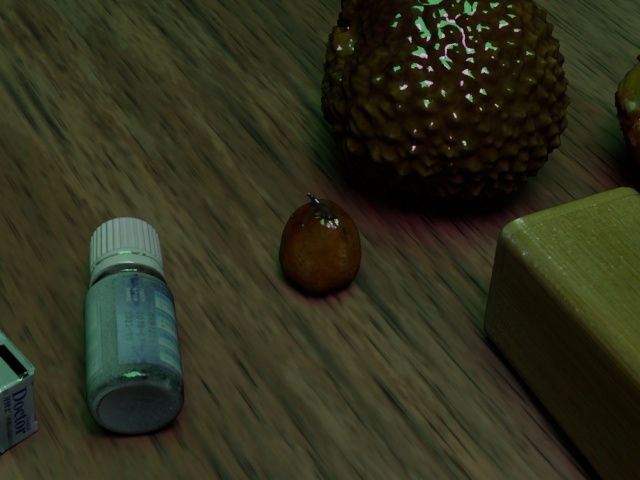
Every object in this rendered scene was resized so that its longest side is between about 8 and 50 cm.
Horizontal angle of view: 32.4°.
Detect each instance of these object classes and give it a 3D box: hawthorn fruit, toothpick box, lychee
[{"bbox_3d":[0.000,0.000,1.057,0.081,0.093,0.081,2,45,-2],"label":"hawthorn fruit"},{"bbox_3d":[0.285,0.109,0.919,0.187,0.190,0.308,-17,45,-19],"label":"toothpick box"},{"bbox_3d":[0.133,-0.166,1.140,0.267,0.267,0.267,3,44,-3],"label":"lychee"}]

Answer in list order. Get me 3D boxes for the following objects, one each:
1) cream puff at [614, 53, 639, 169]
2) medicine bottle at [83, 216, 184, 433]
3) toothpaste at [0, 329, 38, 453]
[{"bbox_3d":[0.430,-0.126,1.183,0.240,0.164,0.240,13,46,-14],"label":"cream puff"},{"bbox_3d":[-0.169,0.068,0.979,0.083,0.083,0.203,-4,47,-10],"label":"medicine bottle"},{"bbox_3d":[-0.368,0.054,0.977,0.067,0.081,0.336,-29,54,-35],"label":"toothpaste"}]
